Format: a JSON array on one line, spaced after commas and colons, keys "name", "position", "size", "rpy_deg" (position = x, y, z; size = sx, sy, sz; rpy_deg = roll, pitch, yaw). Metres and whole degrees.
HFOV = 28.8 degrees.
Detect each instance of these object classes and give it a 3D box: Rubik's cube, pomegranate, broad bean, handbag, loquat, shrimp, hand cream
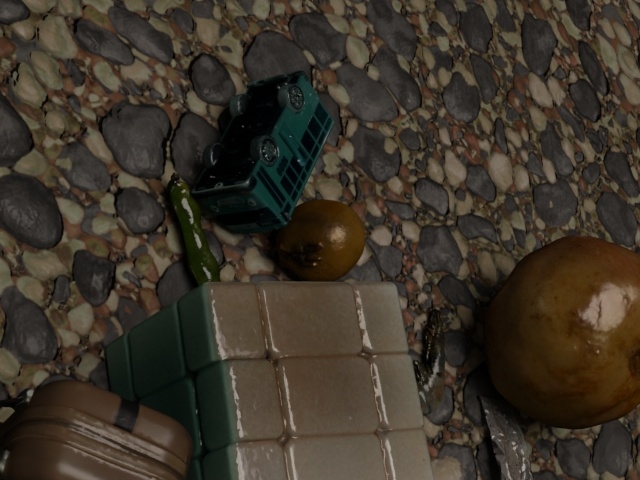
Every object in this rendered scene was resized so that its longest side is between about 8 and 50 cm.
[{"name": "Rubik's cube", "position": [-0.076, 0.245, 1.703], "size": [0.318, 0.322, 0.316], "rpy_deg": [2, 69, -35]}, {"name": "pomegranate", "position": [0.433, 0.149, 2.144], "size": [0.338, 0.338, 0.338], "rpy_deg": [15, 63, -31]}, {"name": "broad bean", "position": [-0.182, 0.020, 1.895], "size": [0.052, 0.053, 0.256], "rpy_deg": [-16, 80, -19]}, {"name": "handbag", "position": [-0.327, 0.281, 1.524], "size": [0.283, 0.302, 0.149], "rpy_deg": [26, 55, -19]}, {"name": "loquat", "position": [0.000, 0.000, 1.987], "size": [0.141, 0.141, 0.141], "rpy_deg": [15, 63, -31]}, {"name": "shrimp", "position": [0.150, 0.189, 2.083], "size": [0.147, 0.035, 0.195], "rpy_deg": [20, 62, -26]}, {"name": "hand cream", "position": [0.321, 0.387, 2.118], "size": [0.084, 0.050, 0.257], "rpy_deg": [10, 63, -30]}]

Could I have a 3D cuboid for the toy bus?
[{"name": "toy bus", "position": [-0.085, -0.133, 1.966], "size": [0.147, 0.128, 0.256], "rpy_deg": [53, 45, -34]}]
